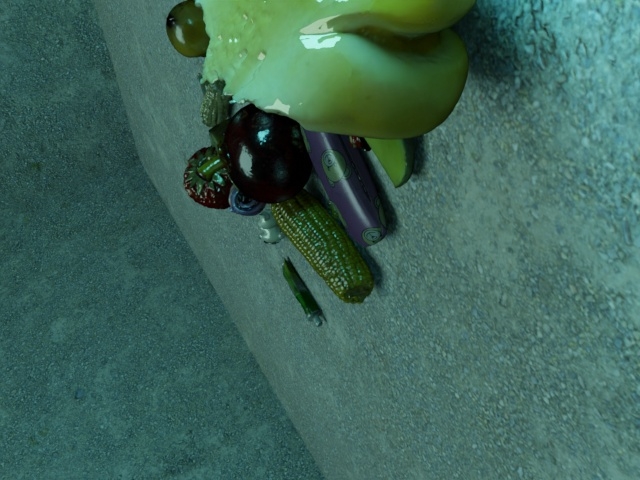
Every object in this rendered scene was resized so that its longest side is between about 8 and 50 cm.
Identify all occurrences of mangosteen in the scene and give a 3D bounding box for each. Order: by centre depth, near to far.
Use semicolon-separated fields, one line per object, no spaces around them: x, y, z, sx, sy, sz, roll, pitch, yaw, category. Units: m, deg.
-0.152;-0.191;1.371;0.235;0.261;0.235;166;90;-73;mangosteen

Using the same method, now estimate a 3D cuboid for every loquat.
-0.334;-0.554;1.614;0.163;0.137;0.163;30;140;29;loquat

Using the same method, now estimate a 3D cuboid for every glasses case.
0.043;-0.137;1.211;0.316;0.076;0.123;65;160;3;glasses case

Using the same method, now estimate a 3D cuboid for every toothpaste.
-0.061;0.162;1.874;0.248;0.047;0.078;57;157;29;toothpaste

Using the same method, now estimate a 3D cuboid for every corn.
0.000;0.000;1.423;0.363;0.120;0.120;52;156;31;corn
-0.299;-0.407;1.788;0.087;0.087;0.211;63;154;9;corn

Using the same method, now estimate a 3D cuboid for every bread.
0.001;-0.298;0.758;0.245;0.329;0.424;88;156;-46;bread

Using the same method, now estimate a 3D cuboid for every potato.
0.114;-0.186;1.010;0.119;0.054;0.198;-3;115;65;potato

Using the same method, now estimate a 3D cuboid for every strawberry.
-0.325;-0.184;1.970;0.205;0.205;0.244;58;180;21;strawberry

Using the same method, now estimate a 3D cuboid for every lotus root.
-0.219;-0.249;1.692;0.235;0.119;0.138;61;166;17;lotus root

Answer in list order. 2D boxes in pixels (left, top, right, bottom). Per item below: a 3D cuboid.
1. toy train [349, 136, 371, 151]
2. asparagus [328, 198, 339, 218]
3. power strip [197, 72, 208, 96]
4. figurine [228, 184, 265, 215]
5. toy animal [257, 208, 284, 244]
0.065;-0.228;1.094;0.087;0.050;0.138;48;155;51;toy train
0.027;-0.123;1.332;0.030;0.036;0.165;19;132;36;asparagus
-0.339;-0.411;1.950;0.060;0.027;0.252;35;144;54;power strip
-0.223;-0.130;1.859;0.114;0.126;0.157;43;178;-10;figurine
-0.151;-0.051;1.812;0.085;0.071;0.124;31;145;47;toy animal
